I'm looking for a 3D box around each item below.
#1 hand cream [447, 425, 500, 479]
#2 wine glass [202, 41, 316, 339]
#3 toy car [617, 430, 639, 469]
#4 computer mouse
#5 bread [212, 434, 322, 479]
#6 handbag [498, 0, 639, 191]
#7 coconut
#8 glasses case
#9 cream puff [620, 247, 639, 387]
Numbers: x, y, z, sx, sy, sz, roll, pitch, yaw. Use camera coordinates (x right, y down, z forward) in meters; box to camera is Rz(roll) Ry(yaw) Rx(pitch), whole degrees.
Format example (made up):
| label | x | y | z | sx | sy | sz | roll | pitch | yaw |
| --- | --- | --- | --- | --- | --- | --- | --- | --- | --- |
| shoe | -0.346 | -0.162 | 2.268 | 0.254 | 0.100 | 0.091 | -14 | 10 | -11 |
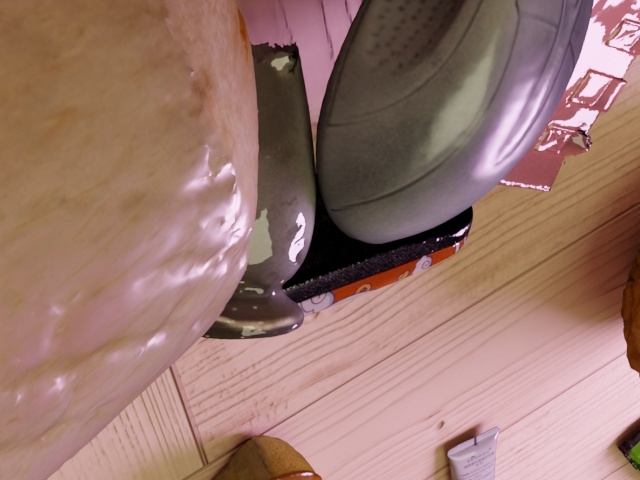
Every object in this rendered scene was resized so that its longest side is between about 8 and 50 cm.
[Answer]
| label | x | y | z | sx | sy | sz | roll | pitch | yaw |
| --- | --- | --- | --- | --- | --- | --- | --- | --- | --- |
| hand cream | 0.168 | 0.279 | 1.737 | 0.067 | 0.042 | 0.195 | -19 | 134 | -15 |
| wine glass | -0.058 | -0.036 | 1.084 | 0.111 | 0.111 | 0.204 | -7 | 104 | -38 |
| toy car | 0.428 | 0.274 | 1.940 | 0.071 | 0.062 | 0.165 | -42 | 144 | 1 |
| computer mouse | 0.120 | -0.163 | 1.096 | 0.188 | 0.121 | 0.371 | 25 | 86 | -62 |
| bread | -0.055 | 0.259 | 1.468 | 0.125 | 0.086 | 0.156 | 17 | 116 | -51 |
| handbag | 0.193 | -0.142 | 1.304 | 0.157 | 0.059 | 0.212 | 5 | 125 | -44 |
| coconut | -0.239 | -0.042 | 0.779 | 0.415 | 0.344 | 0.416 | 2 | 85 | -29 |
| glasses case | 0.000 | 0.000 | 1.238 | 0.266 | 0.103 | 0.067 | -19 | 141 | -26 |
| cream puff | 0.429 | 0.060 | 1.580 | 0.343 | 0.231 | 0.327 | -30 | 148 | -26 |
